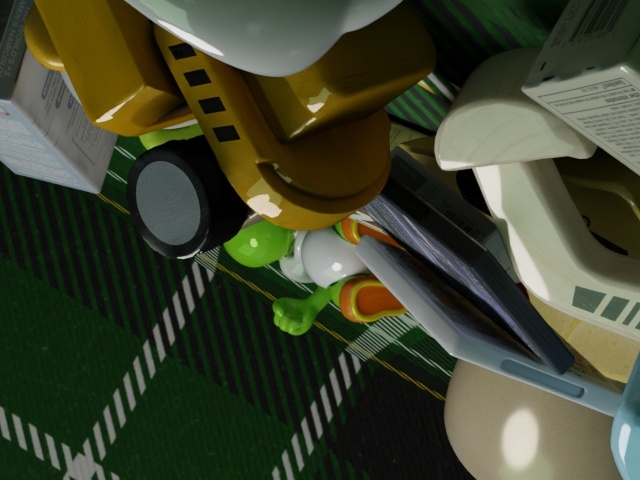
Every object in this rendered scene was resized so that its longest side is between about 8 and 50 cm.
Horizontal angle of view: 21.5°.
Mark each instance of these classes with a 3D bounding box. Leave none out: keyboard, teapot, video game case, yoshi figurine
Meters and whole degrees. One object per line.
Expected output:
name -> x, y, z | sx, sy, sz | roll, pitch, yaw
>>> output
keyboard -> 0.192, -0.009, 1.528 | 0.192, 0.038, 0.100 | 31, 160, 30
teapot -> -0.055, -0.249, 1.134 | 0.256, 0.187, 0.252 | 19, -154, -42
video game case -> 0.099, 0.000, 1.505 | 0.274, 0.026, 0.196 | 40, 175, 44
yoshi figurine -> -0.025, 0.007, 2.321 | 0.203, 0.203, 0.362 | 53, 164, -22
video game case -> 0.159, 0.078, 1.594 | 0.206, 0.026, 0.227 | 22, -167, -30

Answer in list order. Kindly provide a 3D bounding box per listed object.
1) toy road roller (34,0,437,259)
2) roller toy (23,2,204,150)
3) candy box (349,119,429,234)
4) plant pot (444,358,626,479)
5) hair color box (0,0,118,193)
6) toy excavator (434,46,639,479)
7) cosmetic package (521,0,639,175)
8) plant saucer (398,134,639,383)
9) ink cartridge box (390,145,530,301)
toy road roller -> -0.056, -0.163, 1.365 | 0.241, 0.202, 0.329 | -32, 83, 42
roller toy -> -0.156, -0.202, 1.604 | 0.209, 0.191, 0.146 | 36, 170, -8
candy box -> 0.074, -0.069, 1.885 | 0.316, 0.087, 0.183 | 24, 168, 31
plant pot -> 0.290, 0.143, 1.920 | 0.284, 0.284, 0.191 | 26, 138, 24
hair color box -> -0.300, -0.190, 1.793 | 0.114, 0.185, 0.374 | 14, 170, 8
toy excavator -> 0.301, 0.084, 1.361 | 0.445, 0.222, 0.433 | 14, 132, 15
cosmetic package -> 0.309, -0.068, 1.138 | 0.309, 0.113, 0.160 | 33, 170, -16
plant saucer -> 0.273, 0.016, 1.613 | 0.333, 0.081, 0.333 | 17, 151, 55
ink cartridge box -> 0.129, -0.001, 1.641 | 0.145, 0.045, 0.179 | 42, 170, 31
